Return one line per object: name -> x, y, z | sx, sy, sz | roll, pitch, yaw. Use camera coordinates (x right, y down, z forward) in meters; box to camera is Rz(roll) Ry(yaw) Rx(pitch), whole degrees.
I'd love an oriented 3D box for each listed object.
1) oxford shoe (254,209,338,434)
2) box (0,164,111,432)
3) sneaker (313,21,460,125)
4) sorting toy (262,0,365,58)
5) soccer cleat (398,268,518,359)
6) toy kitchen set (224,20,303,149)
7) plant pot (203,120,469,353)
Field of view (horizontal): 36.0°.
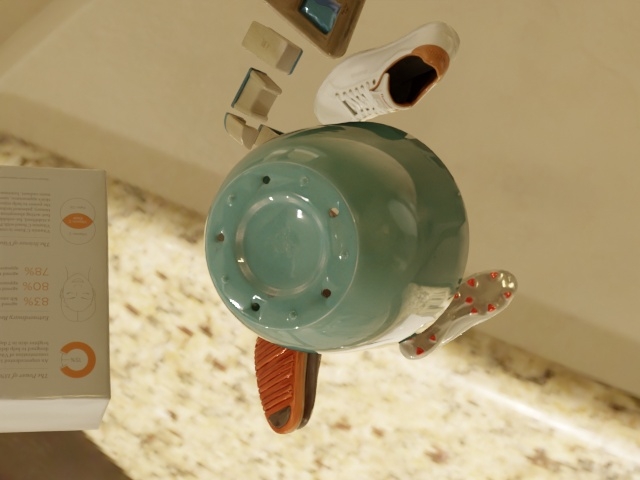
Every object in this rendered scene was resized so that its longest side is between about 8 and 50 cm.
oxford shoe -> -0.005, 0.105, 1.403 | 0.133, 0.363, 0.130 | 21, 149, -27
box -> -0.413, 0.083, 1.389 | 0.215, 0.345, 0.168 | 2, 155, -17
sneaker -> 0.085, -0.245, 1.576 | 0.290, 0.123, 0.106 | -28, 117, 39
sorting toy -> -0.007, -0.477, 1.648 | 0.229, 0.307, 0.041 | 34, 146, -23
soccer cleat -> 0.196, 0.105, 1.424 | 0.068, 0.196, 0.076 | 56, 180, 10
toy kitchen set -> -0.083, -0.271, 1.836 | 0.166, 0.207, 0.122 | 16, -161, -45
plant pot -> 0.000, 0.000, 1.148 | 0.293, 0.235, 0.292 | 1, 93, 24
